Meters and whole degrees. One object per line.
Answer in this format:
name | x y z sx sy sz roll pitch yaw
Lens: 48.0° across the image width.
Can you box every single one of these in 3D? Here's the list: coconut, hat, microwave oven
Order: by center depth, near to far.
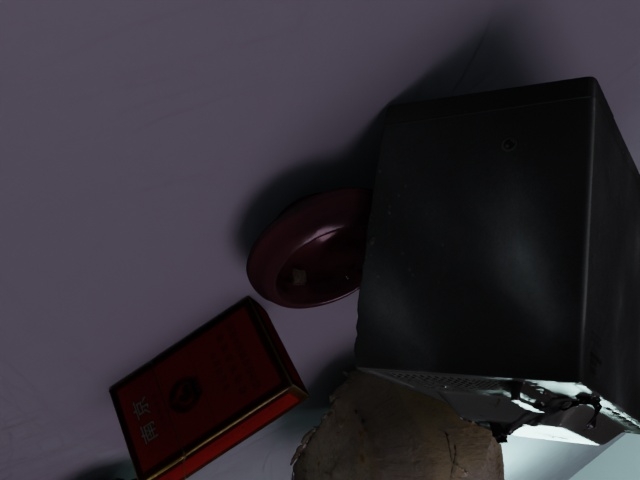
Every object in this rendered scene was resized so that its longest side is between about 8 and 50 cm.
microwave oven | 0.259 0.061 0.878 0.236 0.374 0.432 -4 159 33
hat | 0.000 0.000 0.880 0.206 0.089 0.205 -17 146 -12
coconut | 0.149 0.395 1.266 0.360 0.346 0.346 11 128 -36

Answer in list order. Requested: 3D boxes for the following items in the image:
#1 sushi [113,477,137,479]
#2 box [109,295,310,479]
sushi | -0.318 0.487 1.173 0.225 0.218 0.238 -8 -174 28
box | -0.152 0.205 0.964 0.240 0.153 0.074 -34 149 5
